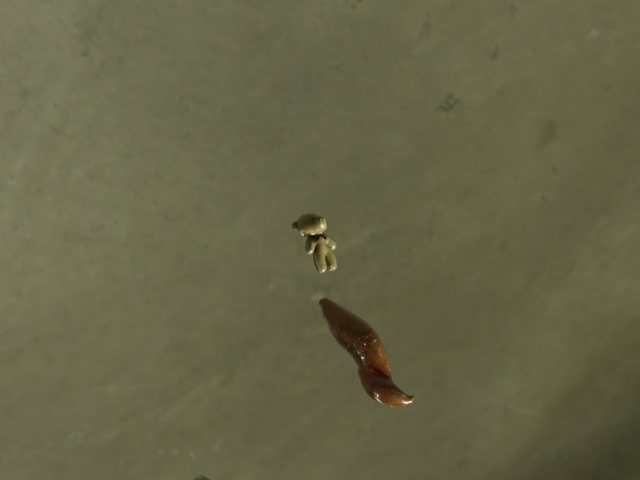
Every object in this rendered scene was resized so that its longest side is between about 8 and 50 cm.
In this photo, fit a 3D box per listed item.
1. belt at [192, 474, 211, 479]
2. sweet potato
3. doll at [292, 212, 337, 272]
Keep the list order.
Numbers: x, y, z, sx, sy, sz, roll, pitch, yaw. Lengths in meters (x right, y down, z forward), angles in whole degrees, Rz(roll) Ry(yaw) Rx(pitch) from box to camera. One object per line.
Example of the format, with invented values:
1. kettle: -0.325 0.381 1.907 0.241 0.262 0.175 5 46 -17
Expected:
1. belt: -0.169 0.437 2.014 0.082 0.148 0.163 -42 147 -16
2. sweet potato: 0.060 0.154 1.818 0.055 0.202 0.058 -24 155 -20
3. doll: -0.006 0.003 1.983 0.062 0.093 0.051 -11 -178 -43
